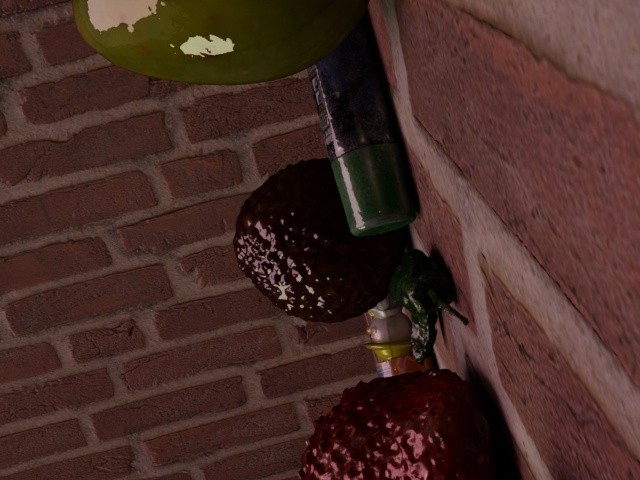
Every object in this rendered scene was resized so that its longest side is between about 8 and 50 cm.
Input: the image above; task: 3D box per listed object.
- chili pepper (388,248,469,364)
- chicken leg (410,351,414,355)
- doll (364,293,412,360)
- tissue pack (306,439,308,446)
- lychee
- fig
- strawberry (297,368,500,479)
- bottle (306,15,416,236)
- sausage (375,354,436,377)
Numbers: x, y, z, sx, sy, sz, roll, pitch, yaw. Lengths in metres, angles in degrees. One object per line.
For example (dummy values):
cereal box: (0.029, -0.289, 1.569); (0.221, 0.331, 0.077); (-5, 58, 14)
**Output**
chili pepper: (0.119, 0.072, 0.965); (0.279, 0.065, 0.122); (71, 176, -75)
chicken leg: (0.165, 0.272, 1.504); (0.093, 0.070, 0.178); (8, -101, -64)
doll: (0.106, 0.106, 1.370); (0.135, 0.099, 0.241); (153, 105, -68)
tissue pack: (0.109, 0.398, 1.382); (0.159, 0.229, 0.145); (76, 180, -55)
lychee: (0.000, 0.000, 1.228); (0.260, 0.261, 0.260); (166, 90, -89)
fig: (-0.102, -0.280, 0.835); (0.258, 0.326, 0.258); (54, -154, -41)
strawberry: (0.108, 0.273, 0.900); (0.261, 0.258, 0.261); (40, -142, -42)
bottle: (0.041, -0.173, 1.040); (0.093, 0.093, 0.330); (80, 176, -82)
sausage: (0.166, 0.328, 1.225); (0.093, 0.093, 0.312); (79, 177, -77)
